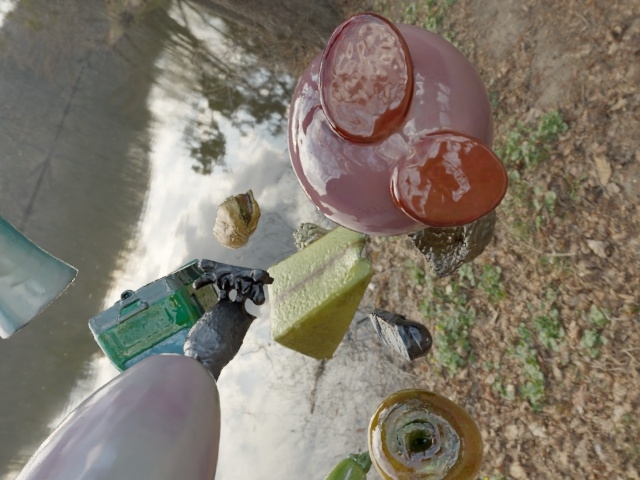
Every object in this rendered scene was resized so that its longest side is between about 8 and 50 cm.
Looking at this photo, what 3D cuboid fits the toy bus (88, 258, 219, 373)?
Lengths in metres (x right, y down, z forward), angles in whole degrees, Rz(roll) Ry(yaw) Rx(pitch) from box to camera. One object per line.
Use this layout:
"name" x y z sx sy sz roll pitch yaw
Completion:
"toy bus" -0.305 0.166 1.015 0.183 0.200 0.343 -30 5 -1

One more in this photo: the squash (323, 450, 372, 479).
"squash" 0.063 0.496 1.042 0.105 0.105 0.132 -35 14 42

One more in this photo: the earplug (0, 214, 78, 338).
"earplug" -0.658 0.014 0.933 0.185 0.324 0.185 -32 24 16

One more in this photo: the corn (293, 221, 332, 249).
"corn" 0.000 0.000 1.514 0.087 0.210 0.087 -7 77 34

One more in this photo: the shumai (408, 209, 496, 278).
"shumai" 0.248 -0.078 0.955 0.183 0.218 0.185 -25 19 34

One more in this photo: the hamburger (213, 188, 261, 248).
"hamburger" -0.282 -0.051 1.642 0.131 0.124 0.262 60 152 14

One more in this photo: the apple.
"apple" 0.106 0.203 0.499 0.114 0.102 0.099 -8 64 18

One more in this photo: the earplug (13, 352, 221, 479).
"earplug" -0.156 0.211 0.333 0.172 0.172 0.301 -38 21 40

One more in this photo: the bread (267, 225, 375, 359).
"bread" 0.051 0.123 1.272 0.361 0.244 0.233 -35 44 29

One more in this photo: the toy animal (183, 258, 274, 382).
"toy animal" -0.152 0.136 0.720 0.117 0.121 0.210 81 -155 -59

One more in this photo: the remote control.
"remote control" 0.166 0.191 1.044 0.266 0.066 0.090 180 73 -81

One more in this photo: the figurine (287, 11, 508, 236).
"figurine" 0.055 -0.086 0.402 0.173 0.173 0.173 -36 42 42
